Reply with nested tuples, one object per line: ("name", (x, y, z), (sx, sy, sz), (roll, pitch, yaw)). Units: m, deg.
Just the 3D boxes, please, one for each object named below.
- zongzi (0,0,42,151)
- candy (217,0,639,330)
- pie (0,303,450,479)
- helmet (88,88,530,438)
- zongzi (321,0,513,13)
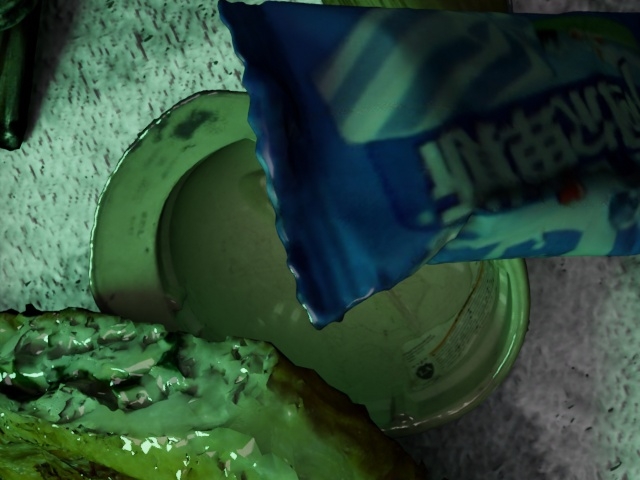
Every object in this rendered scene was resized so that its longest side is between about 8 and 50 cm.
("zongzi", (-0.305, -0.283, 0.854), (0.362, 0.383, 0.319), (39, 57, 15))
("candy", (0.110, -0.052, 0.744), (0.077, 0.331, 0.187), (-45, 55, 49))
("pie", (-0.073, 0.156, 0.835), (0.355, 0.288, 0.103), (8, 53, 23))
("helmet", (-0.004, -0.003, 0.846), (0.257, 0.137, 0.204), (28, 109, -11))
("zongzi", (0.043, -0.172, 0.774), (0.115, 0.256, 0.228), (-21, 90, 6))
